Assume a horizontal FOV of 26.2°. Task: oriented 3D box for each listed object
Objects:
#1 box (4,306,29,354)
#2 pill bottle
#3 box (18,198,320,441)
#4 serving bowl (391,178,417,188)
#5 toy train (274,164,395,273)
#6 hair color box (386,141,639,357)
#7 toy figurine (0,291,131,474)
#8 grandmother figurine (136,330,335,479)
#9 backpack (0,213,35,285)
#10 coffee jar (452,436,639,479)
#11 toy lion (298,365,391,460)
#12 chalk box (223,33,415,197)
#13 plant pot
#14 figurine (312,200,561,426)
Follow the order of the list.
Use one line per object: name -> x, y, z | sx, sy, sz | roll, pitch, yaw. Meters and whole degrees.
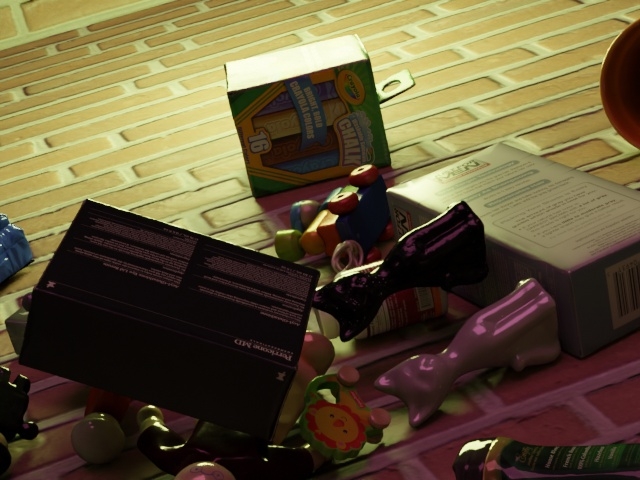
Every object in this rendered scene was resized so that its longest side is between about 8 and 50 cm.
box -> -0.274, 0.078, 1.827 | 0.183, 0.056, 0.231 | 3, 28, 31
pill bottle -> 0.069, 0.067, 1.635 | 0.152, 0.086, 0.086 | -15, 24, -6
box -> -0.147, 0.076, 1.388 | 0.261, 0.103, 0.184 | 18, 29, -2
serving bowl -> 0.133, -0.069, 1.979 | 0.083, 0.027, 0.083 | -10, 23, 5
toy train -> 0.000, 0.000, 1.817 | 0.143, 0.105, 0.248 | -13, 21, 27
hair color box -> 0.259, -0.001, 1.655 | 0.185, 0.113, 0.374 | -23, 26, -22
toy figurine -> -0.319, 0.148, 1.507 | 0.213, 0.209, 0.148 | -6, 36, 10
grandmother figurine -> -0.092, 0.200, 1.404 | 0.208, 0.104, 0.342 | -1, 25, 13
backpack -> -0.503, 0.022, 2.024 | 0.098, 0.101, 0.120 | -7, 27, 30
coffee jar -> 0.209, 0.223, 1.201 | 0.184, 0.096, 0.079 | -1, 24, 25
toy lion -> 0.016, 0.181, 1.413 | 0.096, 0.034, 0.100 | -9, 47, -36
chalk box -> 0.008, -0.207, 2.171 | 0.289, 0.179, 0.180 | -12, 23, 0
plant pot -> 0.517, -0.231, 1.957 | 0.205, 0.205, 0.188 | -3, 11, 23
figurine -> 0.124, 0.085, 1.508 | 0.209, 0.092, 0.215 | -28, 57, -17
